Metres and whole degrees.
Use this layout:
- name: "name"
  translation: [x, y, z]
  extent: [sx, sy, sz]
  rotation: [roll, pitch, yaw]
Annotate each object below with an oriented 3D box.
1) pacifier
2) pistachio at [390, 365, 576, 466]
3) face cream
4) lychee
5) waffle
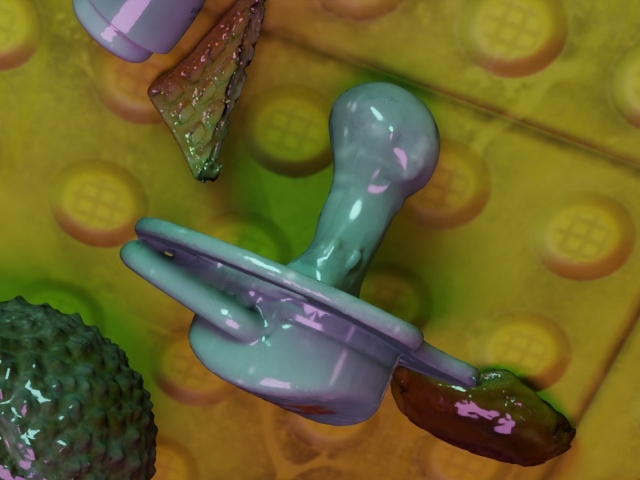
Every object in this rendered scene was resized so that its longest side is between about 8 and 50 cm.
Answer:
- name: "pacifier"
  translation: [0.000, 0.000, 1.426]
  extent: [0.288, 0.269, 0.343]
  rotation: [20, 170, 23]
- name: "pistachio"
  translation: [0.143, 0.153, 1.591]
  extent: [0.173, 0.049, 0.089]
  rotation: [19, 121, -6]
- name: "face cream"
  translation: [-0.133, -0.190, 1.381]
  extent: [0.091, 0.091, 0.095]
  rotation: [39, 110, -17]
- name: "lychee"
  translation: [-0.261, 0.174, 1.534]
  extent: [0.255, 0.274, 0.255]
  rotation: [-3, 99, -17]
- name: "waffle"
  translation: [-0.066, -0.127, 1.421]
  extent: [0.152, 0.023, 0.097]
  rotation: [-44, 65, 26]
